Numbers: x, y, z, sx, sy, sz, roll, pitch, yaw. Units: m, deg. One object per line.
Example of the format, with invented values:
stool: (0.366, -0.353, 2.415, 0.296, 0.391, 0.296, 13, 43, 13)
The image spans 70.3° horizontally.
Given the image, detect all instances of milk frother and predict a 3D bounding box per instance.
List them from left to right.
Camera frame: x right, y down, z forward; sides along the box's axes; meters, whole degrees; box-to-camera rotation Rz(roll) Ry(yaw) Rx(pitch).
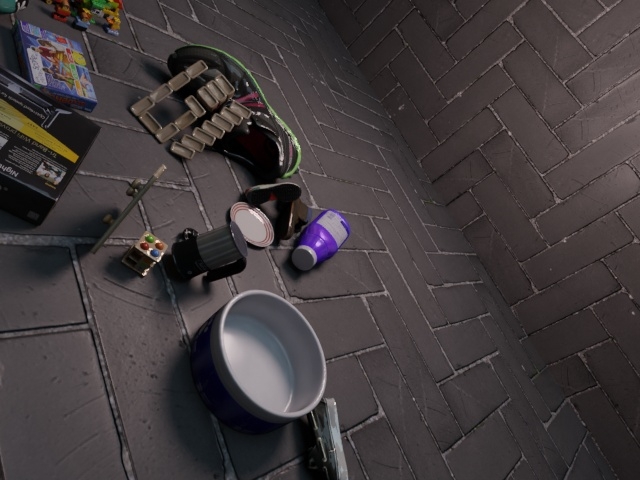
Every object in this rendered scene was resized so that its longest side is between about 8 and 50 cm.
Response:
milk frother: (-0.231, 0.004, 0.971, 0.129, 0.135, 0.143, 62, 9, -63)

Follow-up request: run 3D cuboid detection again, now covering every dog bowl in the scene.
dog bowl: (-0.117, 0.237, 0.904, 0.265, 0.104, 0.265, 34, 35, -28)

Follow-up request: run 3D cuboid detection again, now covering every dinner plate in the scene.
dinner plate: (-0.183, -0.040, 1.206, 0.141, 0.017, 0.141, 34, 33, -26)

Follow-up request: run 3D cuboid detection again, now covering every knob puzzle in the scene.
knob puzzle: (-0.358, -0.072, 0.845, 0.030, 0.213, 0.213, 39, 32, -20)

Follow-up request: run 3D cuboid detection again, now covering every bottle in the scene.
bottle: (0.000, 0.000, 1.335, 0.118, 0.092, 0.283, 48, 30, -4)

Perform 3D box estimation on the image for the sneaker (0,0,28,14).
sneaker: (-0.758, -0.615, 0.969, 0.302, 0.108, 0.121, 57, 28, -7)

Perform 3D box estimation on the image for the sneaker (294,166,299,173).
sneaker: (-0.131, -0.258, 1.494, 0.135, 0.052, 0.058, 37, 42, -10)

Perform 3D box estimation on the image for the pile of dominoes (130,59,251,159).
pile of dominoes: (-0.332, -0.335, 1.194, 0.251, 0.040, 0.196, -43, 97, -18)

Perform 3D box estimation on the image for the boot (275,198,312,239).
boot: (-0.067, -0.061, 1.323, 0.106, 0.082, 0.219, 32, 33, -26)

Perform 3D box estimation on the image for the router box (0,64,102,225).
router box: (-0.573, -0.198, 0.779, 0.309, 0.081, 0.243, 33, 34, -29)

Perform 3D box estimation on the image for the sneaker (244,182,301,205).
sneaker: (-0.136, -0.140, 1.280, 0.161, 0.057, 0.075, -11, 27, -20)

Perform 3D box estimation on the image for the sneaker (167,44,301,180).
sneaker: (-0.246, -0.369, 1.315, 0.483, 0.185, 0.202, 44, 27, -11)

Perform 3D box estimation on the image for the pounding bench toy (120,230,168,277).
pounding bench toy: (-0.335, 0.015, 0.887, 0.052, 0.065, 0.083, 39, 32, -20)

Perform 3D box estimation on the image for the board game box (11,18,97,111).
board game box: (-0.590, -0.386, 1.009, 0.136, 0.035, 0.201, 6, 52, -51)

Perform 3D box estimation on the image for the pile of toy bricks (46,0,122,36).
pile of toy bricks: (-0.599, -0.620, 1.183, 0.212, 0.105, 0.118, -9, 65, -57)

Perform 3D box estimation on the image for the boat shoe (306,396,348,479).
boat shoe: (0.007, 0.429, 0.907, 0.070, 0.077, 0.219, -2, 55, -13)
